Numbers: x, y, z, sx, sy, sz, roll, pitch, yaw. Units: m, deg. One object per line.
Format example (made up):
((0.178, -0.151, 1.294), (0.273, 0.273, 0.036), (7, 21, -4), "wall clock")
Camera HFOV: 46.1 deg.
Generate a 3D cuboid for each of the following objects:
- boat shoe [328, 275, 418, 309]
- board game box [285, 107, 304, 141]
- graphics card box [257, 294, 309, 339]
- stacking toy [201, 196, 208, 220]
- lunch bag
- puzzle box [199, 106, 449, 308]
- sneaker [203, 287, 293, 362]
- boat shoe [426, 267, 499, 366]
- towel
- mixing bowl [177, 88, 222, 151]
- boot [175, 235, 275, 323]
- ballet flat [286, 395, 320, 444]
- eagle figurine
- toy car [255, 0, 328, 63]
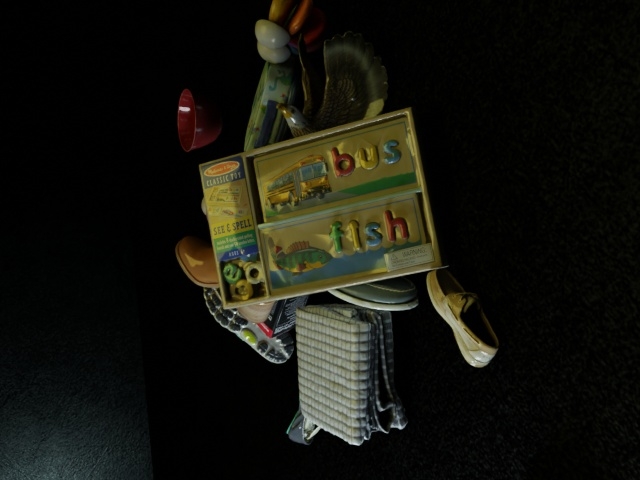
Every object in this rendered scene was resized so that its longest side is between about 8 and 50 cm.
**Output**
((0.042, 0.029, 1.360), (0.320, 0.116, 0.099), (26, 117, 34), "boat shoe")
((-0.051, -0.148, 1.671), (0.243, 0.042, 0.165), (113, 151, -42), "board game box")
((-0.105, 0.011, 1.644), (0.233, 0.094, 0.370), (46, 138, 28), "graphics card box")
((-0.191, 0.015, 1.911), (0.330, 0.141, 0.141), (66, 148, 27), "stacking toy")
((-0.106, -0.295, 1.683), (0.176, 0.090, 0.218), (-85, 13, -53), "lunch bag")
((-0.004, -0.048, 1.295), (0.409, 0.052, 0.271), (-13, 83, 21), "puzzle box")
((-0.184, 0.197, 1.830), (0.275, 0.107, 0.110), (48, 164, -5), "sneaker")
((0.223, 0.107, 1.152), (0.170, 0.063, 0.059), (62, 143, 24), "boat shoe")
((0.054, 0.241, 1.448), (0.284, 0.121, 0.234), (179, 90, -65), "towel")
((-0.348, -0.353, 2.210), (0.181, 0.098, 0.181), (176, 90, -65), "mixing bowl")
((-0.190, 0.022, 1.584), (0.283, 0.109, 0.220), (43, 137, 26), "boot")
((-0.016, 0.373, 1.667), (0.074, 0.074, 0.203), (51, 131, 50), "ballet flat")
((-0.001, -0.232, 1.428), (0.298, 0.226, 0.225), (-65, -10, -6), "eagle figurine")
((-0.049, -0.446, 1.554), (0.182, 0.136, 0.159), (102, -169, -82), "toy car")
